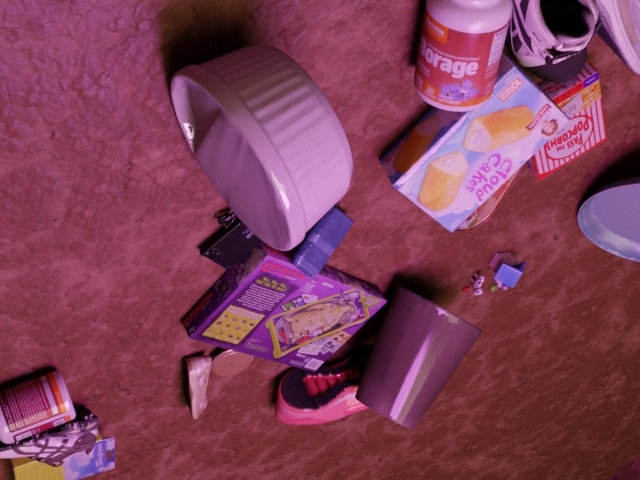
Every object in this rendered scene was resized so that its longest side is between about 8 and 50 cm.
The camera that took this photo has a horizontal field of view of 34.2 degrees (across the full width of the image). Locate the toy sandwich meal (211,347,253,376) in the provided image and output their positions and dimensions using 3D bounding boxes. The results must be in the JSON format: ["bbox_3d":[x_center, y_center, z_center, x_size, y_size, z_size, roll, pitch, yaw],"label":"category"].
[{"bbox_3d":[-0.161,0.213,1.881,0.086,0.029,0.085,-16,140,-14],"label":"toy sandwich meal"}]

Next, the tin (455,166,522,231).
[{"bbox_3d":[0.286,-0.095,1.849,0.106,0.040,0.189,3,131,-33],"label":"tin"}]

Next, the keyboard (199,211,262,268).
[{"bbox_3d":[-0.113,-0.030,1.641,0.180,0.023,0.108,-40,146,9],"label":"keyboard"}]

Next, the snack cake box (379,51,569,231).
[{"bbox_3d":[0.244,-0.159,1.665,0.152,0.089,0.264,35,108,-30],"label":"snack cake box"}]

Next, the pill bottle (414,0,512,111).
[{"bbox_3d":[0.204,-0.300,1.480,0.121,0.121,0.216,-18,141,-19],"label":"pill bottle"}]

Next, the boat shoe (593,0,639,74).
[{"bbox_3d":[0.462,-0.372,1.595,0.103,0.118,0.320,-34,137,10],"label":"boat shoe"}]

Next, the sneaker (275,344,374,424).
[{"bbox_3d":[0.047,0.299,2.088,0.314,0.116,0.136,-7,149,-23],"label":"sneaker"}]

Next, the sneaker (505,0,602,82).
[{"bbox_3d":[0.352,-0.315,1.553,0.122,0.146,0.330,-36,145,6],"label":"sneaker"}]

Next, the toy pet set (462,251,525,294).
[{"bbox_3d":[0.367,0.082,2.085,0.122,0.065,0.114,-3,135,-34],"label":"toy pet set"}]

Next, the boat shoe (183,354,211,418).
[{"bbox_3d":[-0.219,0.265,1.876,0.048,0.056,0.153,-13,132,-18],"label":"boat shoe"}]

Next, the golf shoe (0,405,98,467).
[{"bbox_3d":[-0.467,0.348,1.748,0.198,0.077,0.093,-10,112,-25],"label":"golf shoe"}]

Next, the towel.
[{"bbox_3d":[0.000,0.000,1.723,0.119,0.029,0.067,-54,137,-5],"label":"towel"}]

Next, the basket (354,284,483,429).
[{"bbox_3d":[0.174,0.227,1.962,0.204,0.154,0.226,29,88,-32],"label":"basket"}]

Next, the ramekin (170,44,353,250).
[{"bbox_3d":[-0.071,-0.132,1.366,0.127,0.273,0.273,-35,145,-17],"label":"ramekin"}]

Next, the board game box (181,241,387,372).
[{"bbox_3d":[-0.056,0.124,1.841,0.208,0.056,0.347,-42,143,20],"label":"board game box"}]

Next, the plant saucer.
[{"bbox_3d":[0.670,-0.042,2.048,0.318,0.043,0.317,12,154,6],"label":"plant saucer"}]

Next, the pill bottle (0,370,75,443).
[{"bbox_3d":[-0.477,0.272,1.667,0.152,0.086,0.086,-19,142,-17],"label":"pill bottle"}]

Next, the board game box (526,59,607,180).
[{"bbox_3d":[0.417,-0.207,1.806,0.147,0.045,0.193,-32,144,0],"label":"board game box"}]

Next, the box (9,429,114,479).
[{"bbox_3d":[-0.458,0.391,1.852,0.178,0.042,0.109,-15,141,-23],"label":"box"}]
